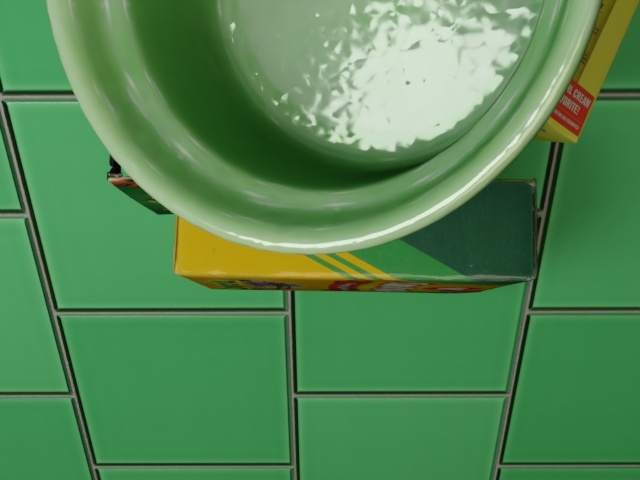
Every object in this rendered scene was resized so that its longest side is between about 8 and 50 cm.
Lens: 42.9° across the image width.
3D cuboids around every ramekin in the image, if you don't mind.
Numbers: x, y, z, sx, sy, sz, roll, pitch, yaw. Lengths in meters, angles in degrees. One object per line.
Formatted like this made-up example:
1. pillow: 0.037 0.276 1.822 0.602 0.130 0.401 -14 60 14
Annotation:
1. ramekin: 0.011 -0.153 0.460 0.303 0.148 0.303 5 102 24

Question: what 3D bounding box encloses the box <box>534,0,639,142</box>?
1. box: 0.176 -0.189 0.557 0.087 0.058 0.232 27 87 -31

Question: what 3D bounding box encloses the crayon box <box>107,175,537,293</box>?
1. crayon box: 0.000 0.000 0.690 0.318 0.202 0.081 1 84 0

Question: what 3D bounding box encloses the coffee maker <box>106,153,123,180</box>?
1. coffee maker: -0.073 -0.114 0.671 0.178 0.120 0.171 14 148 -8
